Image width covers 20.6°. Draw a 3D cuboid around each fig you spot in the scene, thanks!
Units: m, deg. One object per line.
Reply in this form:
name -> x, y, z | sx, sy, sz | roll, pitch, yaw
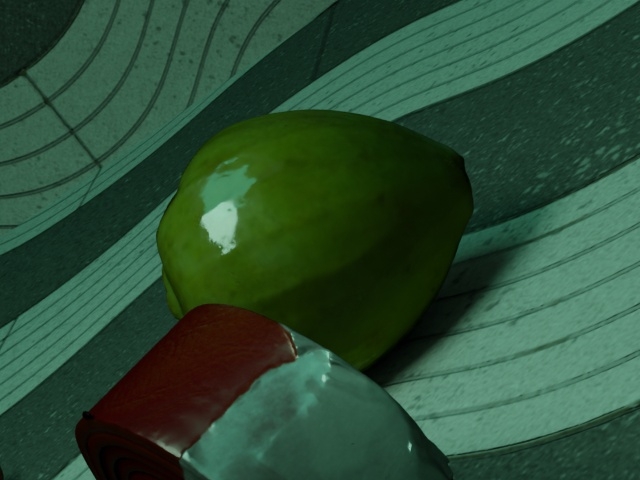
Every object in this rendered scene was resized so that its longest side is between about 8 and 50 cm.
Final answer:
fig -> 0.000, 0.000, 1.453 | 0.271, 0.239, 0.239 | -25, 17, 2

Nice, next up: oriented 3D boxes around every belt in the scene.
belt -> -0.034, 0.152, 1.078 | 0.115, 0.227, 0.324 | -46, 7, -20

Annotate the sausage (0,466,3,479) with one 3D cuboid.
sausage -> -0.393, 0.288, 1.779 | 0.077, 0.077, 0.194 | -20, 24, 47
